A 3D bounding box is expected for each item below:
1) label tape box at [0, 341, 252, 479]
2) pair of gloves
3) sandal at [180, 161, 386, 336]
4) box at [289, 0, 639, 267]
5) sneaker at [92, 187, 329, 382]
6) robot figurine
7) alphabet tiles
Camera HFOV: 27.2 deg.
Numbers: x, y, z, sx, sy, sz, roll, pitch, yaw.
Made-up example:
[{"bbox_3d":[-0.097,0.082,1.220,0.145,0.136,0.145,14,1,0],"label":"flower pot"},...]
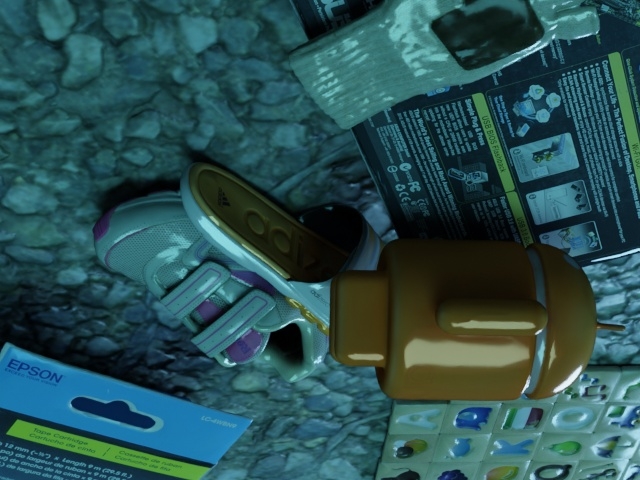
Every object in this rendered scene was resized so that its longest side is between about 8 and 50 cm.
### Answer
[{"bbox_3d":[-0.259,0.196,1.291,0.249,0.115,0.348,20,130,-27],"label":"label tape box"},{"bbox_3d":[0.045,-0.182,0.810,0.204,0.042,0.240,-21,129,16],"label":"pair of gloves"},{"bbox_3d":[0.000,0.008,1.109,0.076,0.102,0.265,-32,131,31],"label":"sandal"},{"bbox_3d":[0.174,-0.130,0.976,0.318,0.097,0.395,-14,138,13],"label":"box"},{"bbox_3d":[-0.079,0.043,1.132,0.252,0.111,0.103,24,131,-29],"label":"sneaker"},{"bbox_3d":[0.118,0.061,1.031,0.219,0.128,0.158,2,138,-5],"label":"robot figurine"},{"bbox_3d":[0.236,0.224,1.454,0.342,0.011,0.285,0,139,-7],"label":"alphabet tiles"}]
